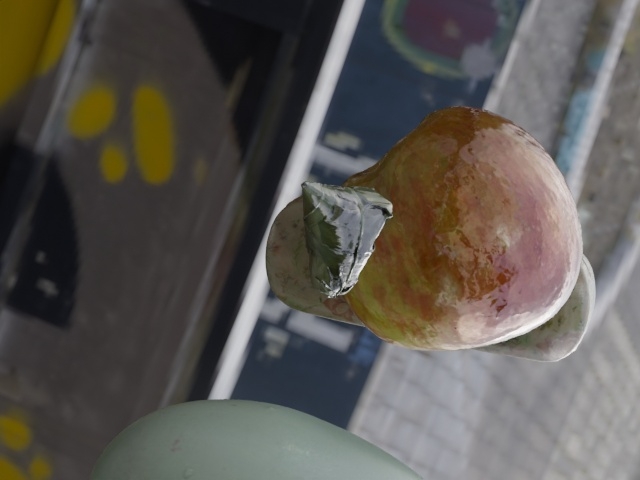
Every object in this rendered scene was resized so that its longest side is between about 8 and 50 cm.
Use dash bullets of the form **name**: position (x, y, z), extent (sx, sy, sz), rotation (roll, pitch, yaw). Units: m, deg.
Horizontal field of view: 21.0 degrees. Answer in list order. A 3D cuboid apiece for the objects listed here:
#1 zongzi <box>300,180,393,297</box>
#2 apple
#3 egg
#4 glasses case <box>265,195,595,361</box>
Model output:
- **zongzi**: position (0.000, 0.000, 1.548), extent (0.119, 0.055, 0.109), rotation (7, 112, -50)
- **apple**: position (0.150, -0.019, 1.952), extent (0.301, 0.301, 0.302), rotation (-54, 157, -37)
- **egg**: position (-0.032, 0.268, 1.547), extent (0.230, 0.370, 0.230), rotation (16, 90, -82)
- **glasses case**: position (0.135, 0.045, 2.183), extent (0.098, 0.425, 0.157), rotation (-45, 143, -63)
